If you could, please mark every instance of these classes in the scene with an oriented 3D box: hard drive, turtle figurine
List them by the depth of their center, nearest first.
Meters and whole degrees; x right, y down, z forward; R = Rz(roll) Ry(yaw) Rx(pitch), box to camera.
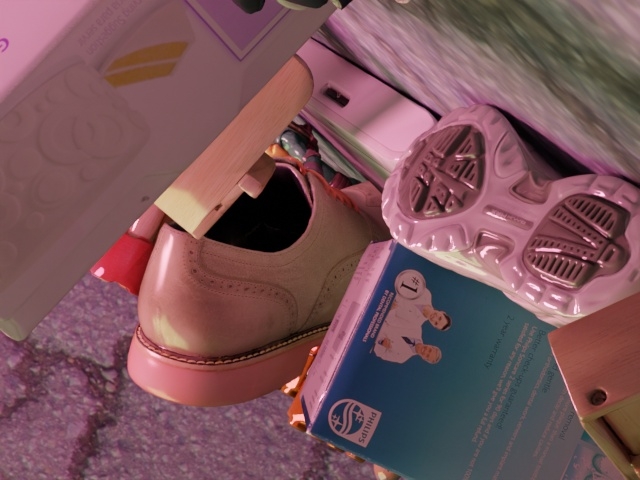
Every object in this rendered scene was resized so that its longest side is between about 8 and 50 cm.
[{"bbox_3d":[0.119,-0.006,1.157,0.353,0.047,0.233,43,179,-34],"label":"hard drive"},{"bbox_3d":[-0.044,-0.085,1.753,0.175,0.118,0.234,10,162,48],"label":"turtle figurine"}]

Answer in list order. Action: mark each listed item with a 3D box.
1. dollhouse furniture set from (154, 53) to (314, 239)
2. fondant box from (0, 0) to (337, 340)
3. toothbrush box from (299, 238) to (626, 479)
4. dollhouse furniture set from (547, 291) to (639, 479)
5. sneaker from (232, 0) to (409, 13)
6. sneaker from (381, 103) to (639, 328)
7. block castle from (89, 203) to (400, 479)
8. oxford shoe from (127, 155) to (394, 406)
[{"bbox_3d":[-0.106,-0.211,1.140,0.303,0.174,0.355,41,-156,-6],"label":"dollhouse furniture set"},{"bbox_3d":[-0.151,-0.138,0.712,0.330,0.238,0.096,41,177,45],"label":"fondant box"},{"bbox_3d":[0.145,0.113,0.929,0.296,0.126,0.216,24,179,-2],"label":"toothbrush box"},{"bbox_3d":[0.197,0.149,0.605,0.161,0.212,0.242,47,-158,-52],"label":"dollhouse furniture set"},{"bbox_3d":[-0.042,-0.142,0.489,0.235,0.094,0.153,27,160,43],"label":"sneaker"},{"bbox_3d":[0.118,0.007,0.791,0.115,0.090,0.232,39,-178,-35],"label":"sneaker"},{"bbox_3d":[0.002,0.095,1.538,0.453,0.212,0.303,23,176,32],"label":"block castle"},{"bbox_3d":[0.000,0.000,1.216,0.141,0.146,0.397,17,-154,24],"label":"oxford shoe"}]
